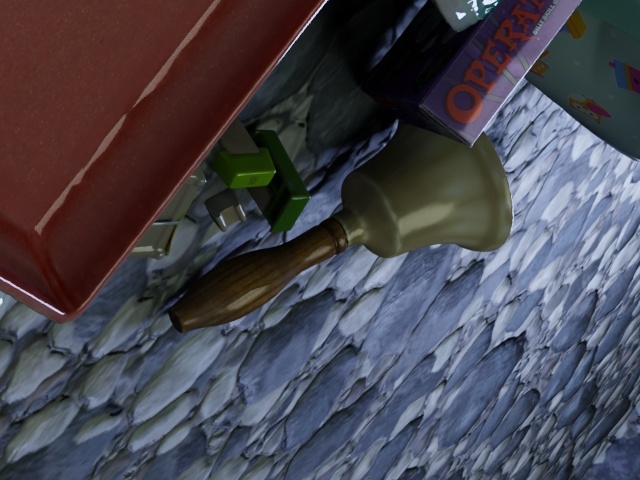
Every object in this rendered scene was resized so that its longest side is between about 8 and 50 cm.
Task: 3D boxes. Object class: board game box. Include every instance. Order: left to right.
[{"bbox_3d":[0.161,-0.215,1.146,0.347,0.056,0.208,-53,-165,0],"label":"board game box"}]

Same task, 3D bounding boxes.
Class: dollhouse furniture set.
[{"bbox_3d":[-0.081,-0.035,1.102,0.152,0.058,0.076,-5,141,-38],"label":"dollhouse furniture set"}]

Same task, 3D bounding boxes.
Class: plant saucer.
[{"bbox_3d":[-0.085,-0.109,0.711,0.258,0.048,0.259,-52,156,-3],"label":"plant saucer"}]

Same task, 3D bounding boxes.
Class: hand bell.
[{"bbox_3d":[0.000,0.000,1.264,0.242,0.126,0.126,-27,151,-23],"label":"hand bell"}]

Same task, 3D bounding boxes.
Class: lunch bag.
[{"bbox_3d":[0.253,-0.144,1.343,0.160,0.223,0.262,-59,157,3],"label":"lunch bag"}]

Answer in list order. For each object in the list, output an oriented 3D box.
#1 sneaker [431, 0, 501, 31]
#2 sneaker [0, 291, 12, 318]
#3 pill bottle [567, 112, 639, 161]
[{"bbox_3d":[0.074,-0.205,0.907,0.121,0.108,0.302,-31,158,2],"label":"sneaker"},{"bbox_3d":[-0.182,0.036,0.873,0.152,0.114,0.305,-37,154,-34],"label":"sneaker"},{"bbox_3d":[0.299,-0.175,1.539,0.215,0.117,0.117,-54,160,3],"label":"pill bottle"}]
